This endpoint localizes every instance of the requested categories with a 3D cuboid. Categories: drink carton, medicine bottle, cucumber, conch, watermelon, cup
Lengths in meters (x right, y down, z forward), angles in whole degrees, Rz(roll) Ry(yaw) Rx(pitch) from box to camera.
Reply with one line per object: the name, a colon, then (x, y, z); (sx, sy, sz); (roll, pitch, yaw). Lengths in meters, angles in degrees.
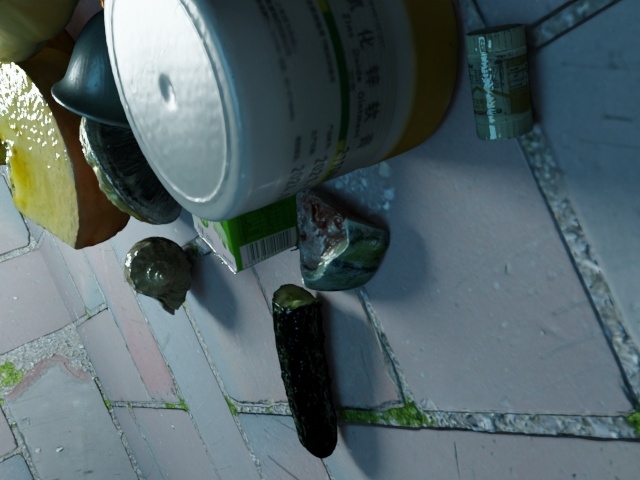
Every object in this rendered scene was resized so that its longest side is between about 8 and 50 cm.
drink carton: (-0.111, -0.110, 0.852); (0.161, 0.108, 0.271); (38, 142, 49)
medicine bottle: (0.142, -0.125, 0.527); (0.047, 0.047, 0.083); (17, 125, 51)
cucumber: (-0.021, 0.202, 0.983); (0.081, 0.072, 0.303); (28, 134, 45)
conch: (-0.315, 0.067, 1.281); (0.207, 0.130, 0.155); (-173, 76, -66)
watermelon: (0.000, 0.000, 0.818); (0.139, 0.071, 0.187); (62, 150, 14)
medicine bottle: (-0.037, -0.160, 0.597); (0.238, 0.232, 0.237); (35, 139, 39)
cup: (-0.281, -0.268, 0.974); (0.199, 0.199, 0.150); (38, 122, 38)

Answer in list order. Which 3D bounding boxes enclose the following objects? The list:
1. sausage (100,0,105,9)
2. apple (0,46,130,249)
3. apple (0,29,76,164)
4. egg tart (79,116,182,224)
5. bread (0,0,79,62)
sausage: (-0.351, -0.398, 1.103); (0.031, 0.031, 0.107); (31, 135, 44)
apple: (-0.445, -0.175, 1.175); (0.314, 0.252, 0.309); (-97, 14, -62)
apple: (-0.637, -0.320, 1.285); (0.340, 0.340, 0.339); (36, 138, 40)
egg tart: (-0.279, -0.134, 1.057); (0.094, 0.234, 0.234); (-23, 92, 16)
bread: (-0.483, -0.472, 0.945); (0.348, 0.253, 0.375); (5, 79, 43)
